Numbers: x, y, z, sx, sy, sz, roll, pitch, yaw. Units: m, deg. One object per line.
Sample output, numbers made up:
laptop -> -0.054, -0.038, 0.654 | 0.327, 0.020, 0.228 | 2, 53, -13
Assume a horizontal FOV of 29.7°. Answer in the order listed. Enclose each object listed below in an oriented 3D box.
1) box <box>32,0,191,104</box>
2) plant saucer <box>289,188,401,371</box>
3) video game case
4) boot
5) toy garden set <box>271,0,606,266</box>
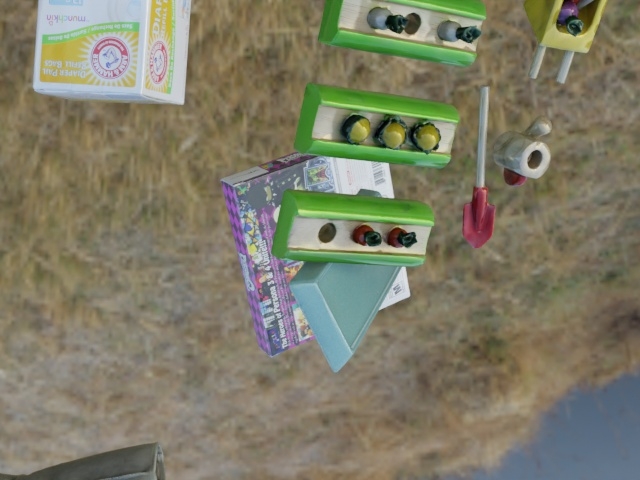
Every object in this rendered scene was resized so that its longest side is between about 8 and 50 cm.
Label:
box -> -0.189, -0.231, 1.121 | 0.114, 0.203, 0.103 | 6, -177, 15
plant saucer -> 0.026, 0.020, 0.840 | 0.018, 0.192, 0.067 | -22, 103, 22
video game case -> 0.000, 0.000, 1.472 | 0.210, 0.042, 0.232 | -23, 116, -23
boot -> -0.250, 0.271, 1.131 | 0.208, 0.190, 0.076 | 0, 132, -4
toy garden set -> 0.091, -0.095, 0.760 | 0.203, 0.244, 0.049 | 3, -163, -33
